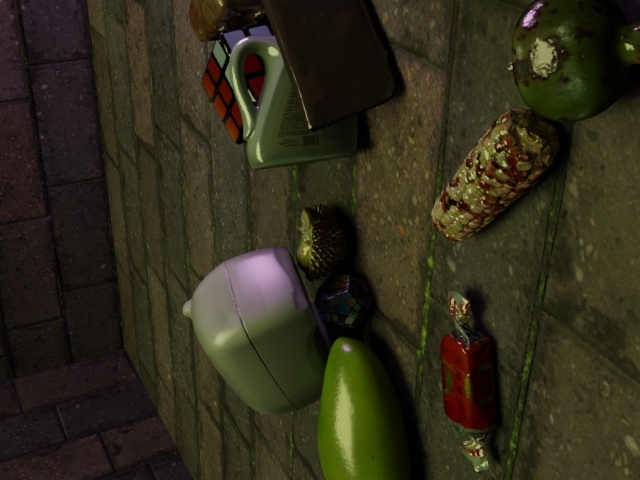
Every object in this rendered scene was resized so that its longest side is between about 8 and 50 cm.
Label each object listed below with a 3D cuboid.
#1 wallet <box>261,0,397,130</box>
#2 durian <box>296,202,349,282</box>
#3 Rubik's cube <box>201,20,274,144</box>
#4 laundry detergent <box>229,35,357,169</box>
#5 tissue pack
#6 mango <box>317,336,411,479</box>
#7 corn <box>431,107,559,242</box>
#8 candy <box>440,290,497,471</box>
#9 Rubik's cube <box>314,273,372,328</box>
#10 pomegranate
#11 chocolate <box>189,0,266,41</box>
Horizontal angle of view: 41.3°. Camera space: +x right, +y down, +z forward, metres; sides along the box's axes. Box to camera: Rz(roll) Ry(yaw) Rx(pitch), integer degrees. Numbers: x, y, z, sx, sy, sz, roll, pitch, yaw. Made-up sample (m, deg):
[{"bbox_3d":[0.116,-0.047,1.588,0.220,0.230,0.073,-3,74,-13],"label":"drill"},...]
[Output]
[{"bbox_3d":[0.006,-0.339,1.378,0.042,0.165,0.310,63,-173,-76],"label":"wallet"},{"bbox_3d":[0.000,0.000,1.638,0.208,0.102,0.147,-107,22,-65],"label":"durian"},{"bbox_3d":[-0.112,-0.304,1.614,0.163,0.162,0.160,62,152,14],"label":"Rubik's cube"},{"bbox_3d":[-0.047,-0.270,1.449,0.105,0.214,0.281,-177,78,-70],"label":"laundry detergent"},{"bbox_3d":[-0.109,0.188,1.653,0.333,0.236,0.229,63,-177,-48],"label":"tissue pack"},{"bbox_3d":[0.074,0.346,1.574,0.192,0.156,0.343,-1,97,56],"label":"mango"},{"bbox_3d":[0.218,-0.076,1.126,0.092,0.092,0.280,68,155,18],"label":"corn"},{"bbox_3d":[0.226,0.216,1.295,0.086,0.059,0.292,18,119,58],"label":"candy"},{"bbox_3d":[0.043,0.114,1.595,0.111,0.093,0.111,38,133,56],"label":"Rubik's cube"},{"bbox_3d":[0.278,-0.199,0.889,0.169,0.148,0.149,-16,88,59],"label":"pomegranate"},{"bbox_3d":[-0.169,-0.471,1.696,0.214,0.148,0.093,-14,95,67],"label":"chocolate"}]
